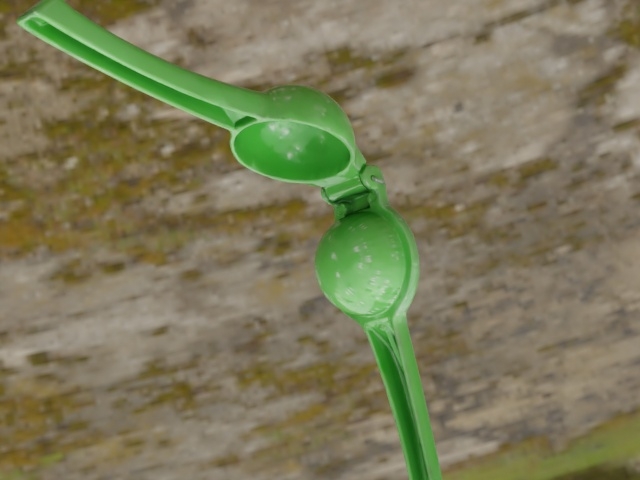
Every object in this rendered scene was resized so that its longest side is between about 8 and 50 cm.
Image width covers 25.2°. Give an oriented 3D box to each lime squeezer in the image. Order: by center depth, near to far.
[{"bbox_3d":[0.000,0.000,0.634,0.059,0.310,0.110,-25,-160,27],"label":"lime squeezer"}]
